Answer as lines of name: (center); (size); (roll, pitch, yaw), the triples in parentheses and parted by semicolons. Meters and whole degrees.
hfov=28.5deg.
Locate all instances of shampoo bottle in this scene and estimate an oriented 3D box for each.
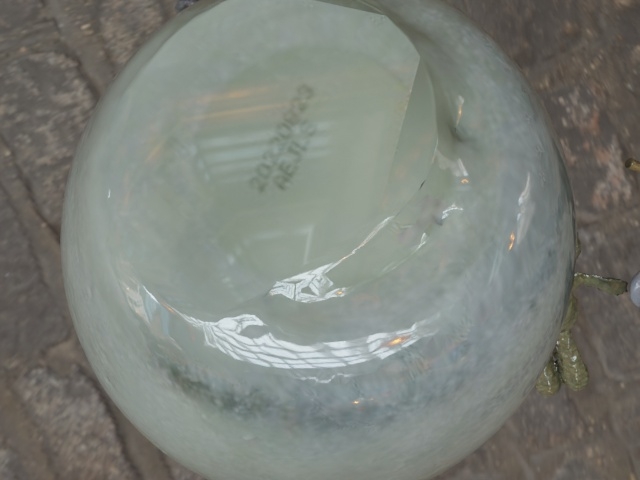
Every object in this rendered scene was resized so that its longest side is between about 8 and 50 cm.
shampoo bottle: (0.000, 0.000, 0.789); (0.322, 0.317, 0.322); (1, 75, -4)

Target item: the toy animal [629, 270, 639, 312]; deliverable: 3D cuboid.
toy animal: (0.424, -0.043, 1.349); (0.324, 0.090, 0.195); (-49, 126, 1)

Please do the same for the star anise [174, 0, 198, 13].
star anise: (-0.044, -0.254, 1.354); (0.283, 0.129, 0.212); (-31, 68, 6)

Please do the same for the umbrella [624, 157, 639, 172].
umbrella: (0.270, -0.024, 0.848); (0.165, 0.025, 0.027); (17, 146, -22)

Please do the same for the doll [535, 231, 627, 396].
doll: (0.253, 0.072, 1.398); (0.203, 0.091, 0.286); (-21, 130, 42)
